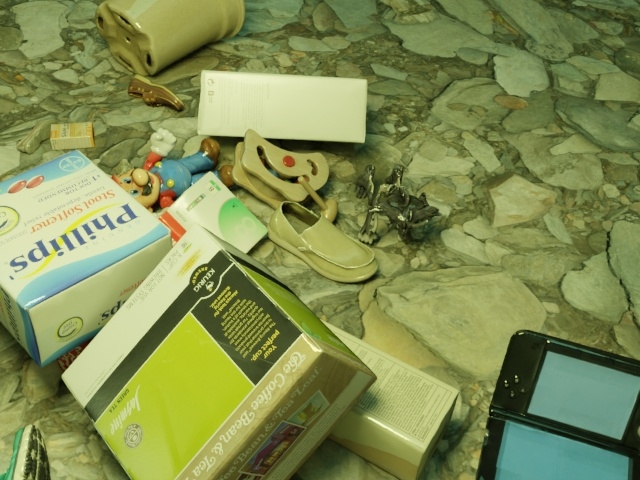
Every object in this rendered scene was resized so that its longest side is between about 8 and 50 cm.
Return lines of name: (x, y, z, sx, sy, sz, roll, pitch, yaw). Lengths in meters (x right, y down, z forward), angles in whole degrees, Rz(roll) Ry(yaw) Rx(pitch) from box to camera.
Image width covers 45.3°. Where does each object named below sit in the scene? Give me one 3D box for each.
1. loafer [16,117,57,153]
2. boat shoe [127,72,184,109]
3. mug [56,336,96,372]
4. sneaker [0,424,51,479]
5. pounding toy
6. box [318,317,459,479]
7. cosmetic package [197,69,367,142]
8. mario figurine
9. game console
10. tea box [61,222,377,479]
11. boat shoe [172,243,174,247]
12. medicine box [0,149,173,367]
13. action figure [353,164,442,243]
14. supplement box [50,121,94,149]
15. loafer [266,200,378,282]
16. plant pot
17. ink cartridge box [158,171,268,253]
loafer: (-0.688, -0.258, 1.857, 0.039, 0.045, 0.125, 12, 46, 17)
boat shoe: (-0.430, -0.374, 1.997, 0.178, 0.064, 0.060, 29, 79, 24)
mug: (-0.425, 0.167, 1.348, 0.113, 0.169, 0.150, -20, 50, -25)
sneaker: (-0.483, 0.400, 1.154, 0.110, 0.107, 0.275, -3, 43, 5)
pounding toy: (-0.057, -0.161, 1.708, 0.270, 0.155, 0.154, 34, 56, -9)
box: (0.063, 0.268, 1.325, 0.311, 0.121, 0.148, 26, 48, 20)
cosmetic package: (-0.088, -0.318, 1.838, 0.385, 0.156, 0.217, 4, 9, -2)
mario figurine: (-0.335, -0.135, 1.666, 0.321, 0.170, 0.198, -25, 34, -34)
game console: (0.433, 0.321, 1.281, 0.293, 0.250, 0.173, 15, 18, 9)
tea box: (-0.156, 0.213, 1.189, 0.329, 0.220, 0.323, -48, 57, 2)
boat shoe: (-0.383, 0.003, 1.602, 0.190, 0.068, 0.072, 12, 33, 7)
medicine box: (-0.430, 0.018, 1.271, 0.263, 0.149, 0.289, -32, 54, -33)
action figure: (0.163, -0.064, 1.673, 0.164, 0.140, 0.275, -1, 29, -10)
supplement box: (-0.603, -0.255, 1.864, 0.099, 0.036, 0.062, -6, 44, -12)
loafer: (0.000, 0.000, 1.619, 0.269, 0.092, 0.102, 25, 47, 19)
plant pot: (-0.428, -0.621, 2.092, 0.334, 0.333, 0.305, 29, 59, 22)
ink cartridge box: (-0.240, -0.015, 1.582, 0.181, 0.056, 0.224, 46, 48, -4)
